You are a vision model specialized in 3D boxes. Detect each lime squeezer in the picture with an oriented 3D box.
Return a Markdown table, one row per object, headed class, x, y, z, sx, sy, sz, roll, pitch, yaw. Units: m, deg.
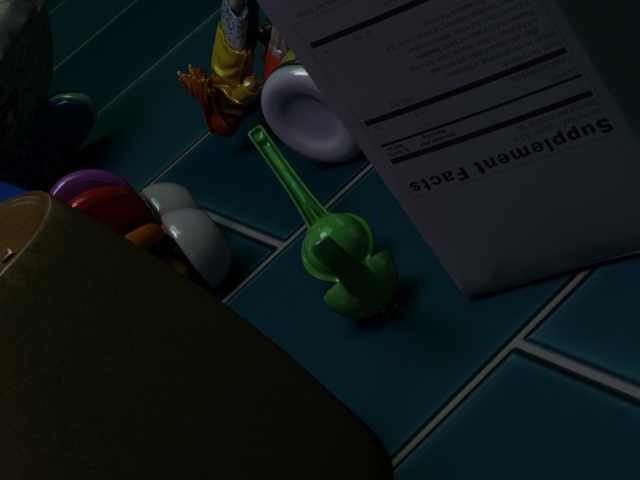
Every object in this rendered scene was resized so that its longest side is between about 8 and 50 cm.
| class | x | y | z | sx | sy | sz | roll | pitch | yaw |
| --- | --- | --- | --- | --- | --- | --- | --- | --- | --- |
| lime squeezer | 0.000 | 0.000 | 1.003 | 0.059 | 0.110 | 0.310 | -52 | 19 | 9 |

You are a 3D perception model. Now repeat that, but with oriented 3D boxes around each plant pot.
| class | x | y | z | sx | sy | sz | roll | pitch | yaw |
| --- | --- | --- | --- | --- | --- | --- | --- | --- | --- |
| plant pot | -0.122 | 0.102 | 0.807 | 0.237 | 0.254 | 0.237 | -28 | 25 | 15 |

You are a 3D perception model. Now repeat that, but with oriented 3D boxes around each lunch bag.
| class | x | y | z | sx | sy | sz | roll | pitch | yaw |
| --- | --- | --- | --- | --- | --- | --- | --- | --- | --- |
| lunch bag | -0.417 | -0.136 | 1.533 | 0.287 | 0.169 | 0.235 | -25 | 31 | 46 |

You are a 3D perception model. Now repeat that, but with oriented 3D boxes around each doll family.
| class | x | y | z | sx | sy | sz | roll | pitch | yaw |
| --- | --- | --- | --- | --- | --- | --- | --- | --- | --- |
| doll family | -0.077 | -0.193 | 1.382 | 0.118 | 0.163 | 0.263 | 7 | 28 | -5 |

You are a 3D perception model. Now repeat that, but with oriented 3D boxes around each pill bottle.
| class | x | y | z | sx | sy | sz | roll | pitch | yaw |
| --- | --- | --- | --- | --- | --- | --- | --- | --- | --- |
| pill bottle | 0.030 | -0.161 | 1.242 | 0.103 | 0.103 | 0.184 | -11 | 35 | 42 |

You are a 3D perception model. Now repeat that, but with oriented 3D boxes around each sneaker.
| class | x | y | z | sx | sy | sz | roll | pitch | yaw |
| --- | --- | --- | --- | --- | --- | --- | --- | --- | --- |
| sneaker | -0.339 | -0.089 | 1.636 | 0.211 | 0.080 | 0.081 | -43 | 30 | 9 |

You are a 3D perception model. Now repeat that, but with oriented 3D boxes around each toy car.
| class | x | y | z | sx | sy | sz | roll | pitch | yaw |
| --- | --- | --- | --- | --- | --- | --- | --- | --- | --- |
| toy car | -0.175 | 0.005 | 1.178 | 0.159 | 0.136 | 0.182 | -38 | 25 | -3 |

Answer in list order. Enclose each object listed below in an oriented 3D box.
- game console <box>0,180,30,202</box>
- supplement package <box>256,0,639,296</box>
| class | x | y | z | sx | sy | sz | roll | pitch | yaw |
| --- | --- | --- | --- | --- | --- | --- | --- | --- | --- |
| game console | -0.369 | 0.095 | 1.404 | 0.250 | 0.173 | 0.293 | 20 | 55 | 24 |
| supplement package | 0.110 | -0.141 | 0.879 | 0.175 | 0.293 | 0.177 | -18 | 31 | 36 |
